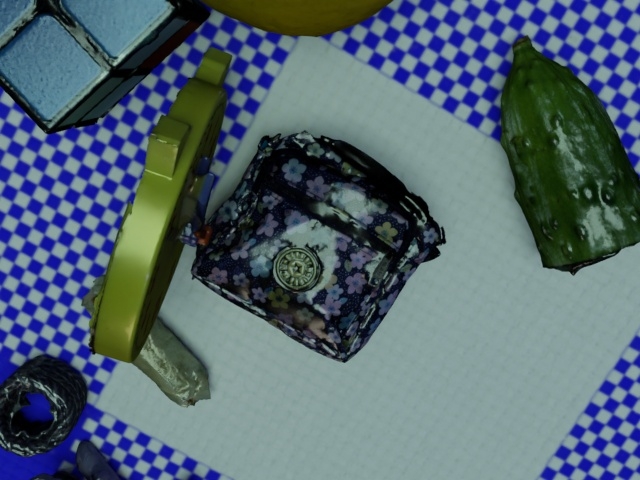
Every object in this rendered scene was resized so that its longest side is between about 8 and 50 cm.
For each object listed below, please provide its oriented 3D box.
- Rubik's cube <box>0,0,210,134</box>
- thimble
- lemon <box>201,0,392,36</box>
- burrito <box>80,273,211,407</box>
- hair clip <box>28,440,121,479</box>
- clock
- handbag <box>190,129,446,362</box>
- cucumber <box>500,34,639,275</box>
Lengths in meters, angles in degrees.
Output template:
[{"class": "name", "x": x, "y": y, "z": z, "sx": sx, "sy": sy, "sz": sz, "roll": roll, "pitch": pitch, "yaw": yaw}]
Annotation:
[{"class": "Rubik's cube", "x": -0.235, "y": -0.226, "z": 0.840, "sx": 0.183, "sy": 0.180, "sz": 0.167, "roll": -40, "pitch": 98, "yaw": 6}, {"class": "thimble", "x": -0.321, "y": 0.190, "z": 0.985, "sx": 0.095, "sy": 0.066, "sz": 0.104, "roll": 22, "pitch": 104, "yaw": -3}, {"class": "lemon", "x": -0.029, "y": -0.328, "z": 0.770, "sx": 0.297, "sy": 0.297, "sz": 0.297, "roll": 0, "pitch": 102, "yaw": 1}, {"class": "burrito", "x": -0.195, "y": 0.118, "z": 0.978, "sx": 0.058, "sy": 0.045, "sz": 0.188, "roll": -41, "pitch": 100, "yaw": 15}, {"class": "hair clip", "x": -0.205, "y": 0.325, "z": 1.005, "sx": 0.278, "sy": 0.090, "sz": 0.137, "roll": 33, "pitch": 104, "yaw": -10}, {"class": "clock", "x": -0.138, "y": -0.018, "z": 0.829, "sx": 0.071, "sy": 0.277, "sz": 0.293, "roll": 20, "pitch": 125, "yaw": -5}, {"class": "handbag", "x": 0.000, "y": 0.000, "z": 0.912, "sx": 0.229, "sy": 0.127, "sz": 0.207, "roll": 32, "pitch": 100, "yaw": 2}, {"class": "cucumber", "x": 0.251, "y": -0.096, "z": 0.898, "sx": 0.134, "sy": 0.134, "sz": 0.244, "roll": -23, "pitch": 91, "yaw": 5}]
